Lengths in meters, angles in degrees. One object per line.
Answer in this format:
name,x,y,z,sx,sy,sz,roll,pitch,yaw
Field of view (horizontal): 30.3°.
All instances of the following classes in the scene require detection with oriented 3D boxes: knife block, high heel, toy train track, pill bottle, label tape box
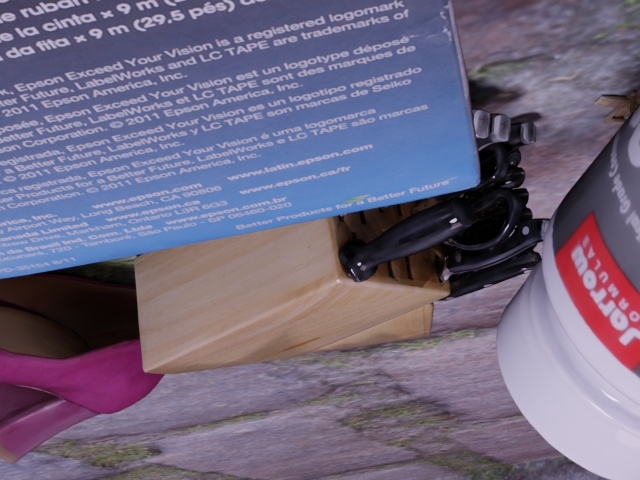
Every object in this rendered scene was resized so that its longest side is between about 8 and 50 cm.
knife block,0.000,0.000,0.735,0.276,0.088,0.242,-8,160,2
high heel,-0.197,0.027,0.772,0.181,0.127,0.377,-35,159,-10
toy train track,0.191,-0.083,0.683,0.048,0.014,0.083,-1,159,-20
pill bottle,0.210,-0.007,0.572,0.161,0.161,0.283,2,140,-27
label tape box,-0.083,-0.097,0.388,0.241,0.105,0.333,-11,160,7
